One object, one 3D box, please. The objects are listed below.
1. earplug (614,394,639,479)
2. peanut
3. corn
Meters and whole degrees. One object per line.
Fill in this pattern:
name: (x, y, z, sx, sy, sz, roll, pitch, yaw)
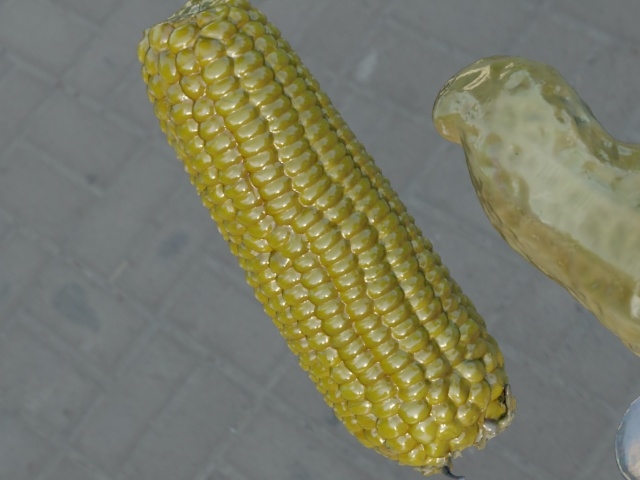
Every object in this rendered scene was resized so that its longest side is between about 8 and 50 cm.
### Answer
earplug: (0.480, 0.293, 1.811, 0.172, 0.301, 0.172, -31, 32, 22)
peanut: (0.122, -0.014, 0.685, 0.080, 0.080, 0.174, -45, 76, -3)
corn: (0.000, 0.000, 0.910, 0.106, 0.305, 0.106, -33, 13, 9)
